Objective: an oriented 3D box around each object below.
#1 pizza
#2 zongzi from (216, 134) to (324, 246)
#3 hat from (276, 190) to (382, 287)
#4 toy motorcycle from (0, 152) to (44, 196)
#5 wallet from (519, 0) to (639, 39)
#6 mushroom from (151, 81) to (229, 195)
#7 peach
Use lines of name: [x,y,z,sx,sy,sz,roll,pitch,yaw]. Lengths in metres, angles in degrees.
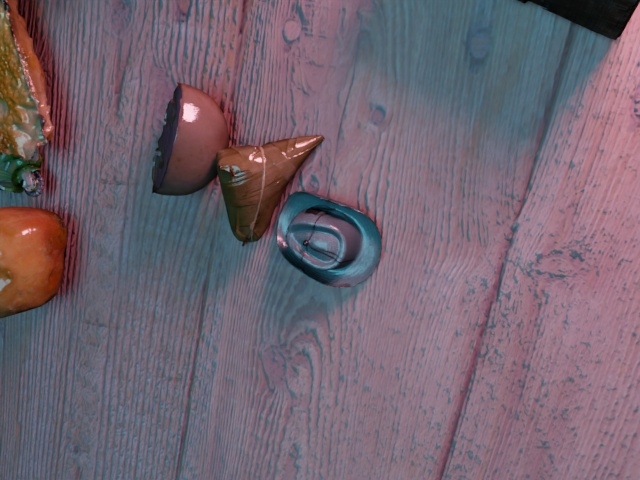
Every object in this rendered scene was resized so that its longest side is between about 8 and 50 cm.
pizza: [-0.662,-0.376,1.179,0.435,0.080,0.391,15,105,23]
zongzi: [-0.069,-0.074,1.004,0.178,0.081,0.189,-13,121,-7]
hat: [0.000,0.000,0.969,0.191,0.078,0.138,24,111,18]
toy motorcycle: [-0.624,-0.146,1.225,0.190,0.074,0.106,10,96,23]
wallet: [0.236,-0.351,0.739,0.317,0.169,0.044,31,89,15]
mushroom: [-0.215,-0.155,1.014,0.117,0.141,0.188,20,115,-17]
peach: [-0.597,0.035,1.190,0.235,0.214,0.214,-39,84,8]
